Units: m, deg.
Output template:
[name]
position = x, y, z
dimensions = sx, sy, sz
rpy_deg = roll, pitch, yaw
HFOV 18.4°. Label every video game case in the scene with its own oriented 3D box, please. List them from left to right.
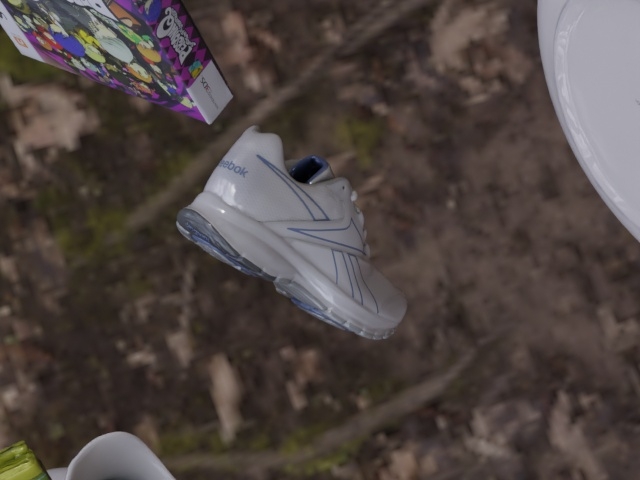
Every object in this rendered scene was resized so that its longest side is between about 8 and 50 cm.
[video game case]
position = -0.201, -0.201, 1.609
dimensions = 0.232, 0.042, 0.210
rpy_deg = 22, 157, 34

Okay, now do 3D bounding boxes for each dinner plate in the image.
[dinner plate]
position = 0.109, -0.040, 0.621
dimensions = 0.141, 0.017, 0.141
rpy_deg = 45, 151, 34

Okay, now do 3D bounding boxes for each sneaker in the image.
[sneaker]
position = 0.000, 0.000, 1.817
dimensions = 0.111, 0.297, 0.129
rpy_deg = 24, 83, 40

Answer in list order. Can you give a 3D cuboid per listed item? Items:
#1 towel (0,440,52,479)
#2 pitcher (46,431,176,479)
[towel]
position = -0.159, 0.205, 1.089
dimensions = 0.021, 0.102, 0.237
rpy_deg = -116, 1, -46
[pitcher]
position = -0.142, 0.226, 1.336
dimensions = 0.178, 0.125, 0.207
rpy_deg = 43, 143, -11
